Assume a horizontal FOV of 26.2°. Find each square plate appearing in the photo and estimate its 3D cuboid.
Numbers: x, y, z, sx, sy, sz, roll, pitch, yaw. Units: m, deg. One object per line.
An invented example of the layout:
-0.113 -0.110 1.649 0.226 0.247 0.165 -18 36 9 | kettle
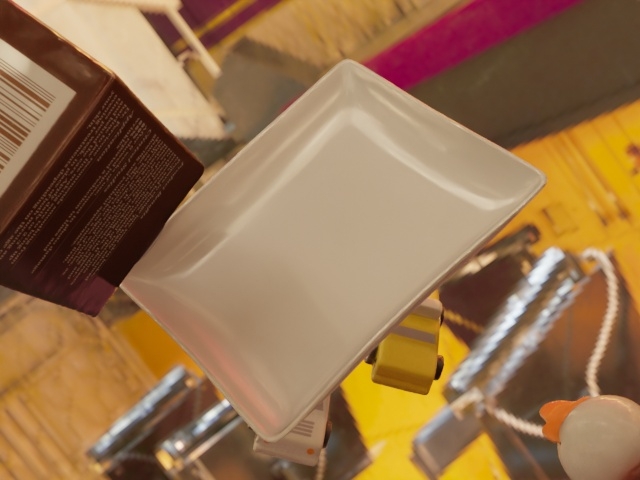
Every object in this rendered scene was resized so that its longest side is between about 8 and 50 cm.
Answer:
0.000 0.000 1.331 0.344 0.049 0.347 -43 41 -7 | square plate

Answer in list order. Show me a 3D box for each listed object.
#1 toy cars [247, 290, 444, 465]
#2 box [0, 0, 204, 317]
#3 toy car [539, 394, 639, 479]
0.047 0.141 1.751 0.394 0.176 0.087 -26 -31 -39 | toy cars
-0.236 -0.060 1.190 0.191 0.143 0.381 -54 -11 -4 | box
0.359 0.237 1.535 0.210 0.238 0.219 -27 -37 -39 | toy car
